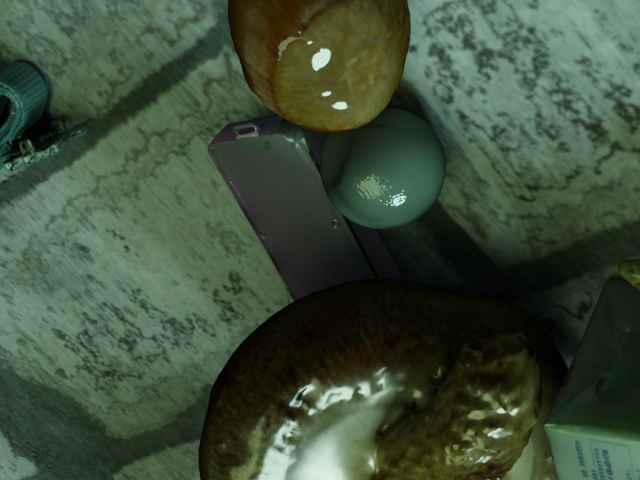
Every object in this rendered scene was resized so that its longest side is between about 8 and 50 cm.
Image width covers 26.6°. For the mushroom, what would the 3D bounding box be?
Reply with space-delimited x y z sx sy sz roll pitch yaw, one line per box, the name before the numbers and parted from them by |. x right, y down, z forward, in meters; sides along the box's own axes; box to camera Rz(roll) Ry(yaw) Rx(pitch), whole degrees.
mushroom | 0.066 0.181 1.187 0.345 0.239 0.345 4 118 7

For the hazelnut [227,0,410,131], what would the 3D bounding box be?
hazelnut | -0.010 -0.160 1.028 0.150 0.150 0.150 17 136 18

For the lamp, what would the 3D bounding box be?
lamp | 0.051 -0.061 1.103 0.105 0.105 0.105 17 136 18

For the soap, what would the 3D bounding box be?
soap | 0.284 0.163 1.107 0.138 0.182 0.199 5 131 30

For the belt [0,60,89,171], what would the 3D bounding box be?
belt | -0.309 -0.097 1.326 0.100 0.065 0.179 49 138 -4

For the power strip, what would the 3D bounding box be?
power strip | 0.000 0.000 1.238 0.109 0.037 0.279 -8 124 36

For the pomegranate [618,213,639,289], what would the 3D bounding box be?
pomegranate | 0.345 -0.002 0.920 0.286 0.231 0.231 35 148 44
